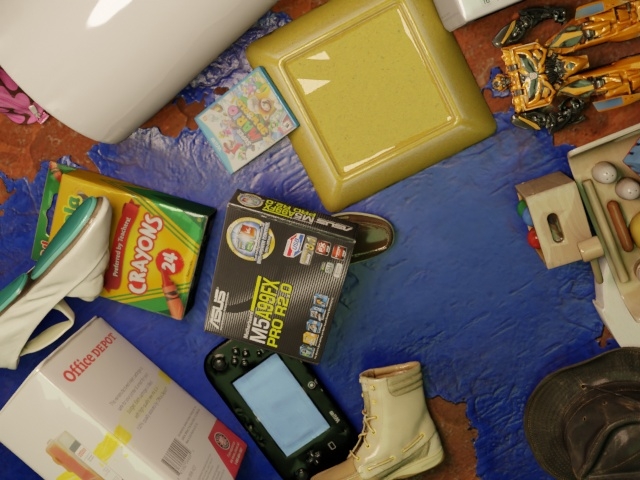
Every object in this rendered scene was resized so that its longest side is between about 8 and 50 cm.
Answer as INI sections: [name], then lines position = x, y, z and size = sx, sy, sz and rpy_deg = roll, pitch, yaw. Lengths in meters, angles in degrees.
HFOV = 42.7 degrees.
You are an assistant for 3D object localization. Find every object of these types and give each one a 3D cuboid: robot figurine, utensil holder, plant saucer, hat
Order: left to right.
[utensil holder]
position = -0.281, -0.386, 1.255
size = 0.385, 0.327, 0.327
rpy_deg = -39, 97, 15
[plant saucer]
position = 0.082, -0.251, 1.373
size = 0.333, 0.081, 0.332
rpy_deg = -26, 98, 10
[robot figurine]
position = 0.423, -0.293, 1.329
size = 0.291, 0.085, 0.211
rpy_deg = -15, 100, 8
[hat]
position = 0.515, 0.352, 1.407
size = 0.331, 0.134, 0.331
rpy_deg = 7, 116, 14

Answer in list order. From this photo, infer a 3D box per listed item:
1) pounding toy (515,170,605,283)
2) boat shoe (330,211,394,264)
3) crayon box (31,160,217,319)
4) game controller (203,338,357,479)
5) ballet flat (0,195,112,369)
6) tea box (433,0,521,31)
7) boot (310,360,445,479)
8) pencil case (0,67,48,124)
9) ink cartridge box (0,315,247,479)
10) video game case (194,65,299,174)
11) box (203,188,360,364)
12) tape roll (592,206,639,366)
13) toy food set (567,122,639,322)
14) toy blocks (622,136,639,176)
[pounding toy]
position = 0.391, -0.001, 1.335
size = 0.094, 0.206, 0.181
rpy_deg = -18, 101, 9
[boat shoe]
position = 0.001, 0.008, 1.429
size = 0.258, 0.095, 0.095
rpy_deg = -6, 102, 6
[crayon box]
position = -0.367, -0.001, 1.469
size = 0.319, 0.081, 0.202
rpy_deg = 16, 104, 2
[game controller]
position = -0.072, 0.301, 1.518
size = 0.166, 0.067, 0.319
rpy_deg = -34, 98, 11
[ballet flat]
position = -0.455, 0.082, 1.403
size = 0.400, 0.139, 0.139
rpy_deg = -42, 96, 18
[tea box]
position = 0.294, -0.526, 1.210
size = 0.329, 0.220, 0.323
rpy_deg = -21, 100, 5
[boot]
position = 0.085, 0.341, 1.472
size = 0.262, 0.095, 0.203
rpy_deg = -17, 100, -13
[pencil case]
position = -0.541, -0.250, 1.363
size = 0.095, 0.209, 0.098
rpy_deg = -42, 80, 9
[ink cartridge box]
position = -0.341, 0.348, 1.445
size = 0.385, 0.279, 0.160
rpy_deg = 43, 104, -4
[video game case]
position = -0.128, -0.203, 1.401
size = 0.166, 0.015, 0.119
rpy_deg = -31, 93, 32
[box]
position = -0.070, 0.067, 1.388
size = 0.216, 0.060, 0.270
rpy_deg = 17, 121, 2
[tape roll]
position = 0.669, 0.065, 1.395
size = 0.392, 0.072, 0.392
rpy_deg = 1, 103, 4
[toy food set]
position = 0.551, -0.045, 1.298
size = 0.220, 0.092, 0.306
rpy_deg = -22, 99, 10
[toy blocks]
position = 0.584, -0.022, 1.152
size = 0.381, 0.261, 0.190
rpy_deg = 36, 90, -14
